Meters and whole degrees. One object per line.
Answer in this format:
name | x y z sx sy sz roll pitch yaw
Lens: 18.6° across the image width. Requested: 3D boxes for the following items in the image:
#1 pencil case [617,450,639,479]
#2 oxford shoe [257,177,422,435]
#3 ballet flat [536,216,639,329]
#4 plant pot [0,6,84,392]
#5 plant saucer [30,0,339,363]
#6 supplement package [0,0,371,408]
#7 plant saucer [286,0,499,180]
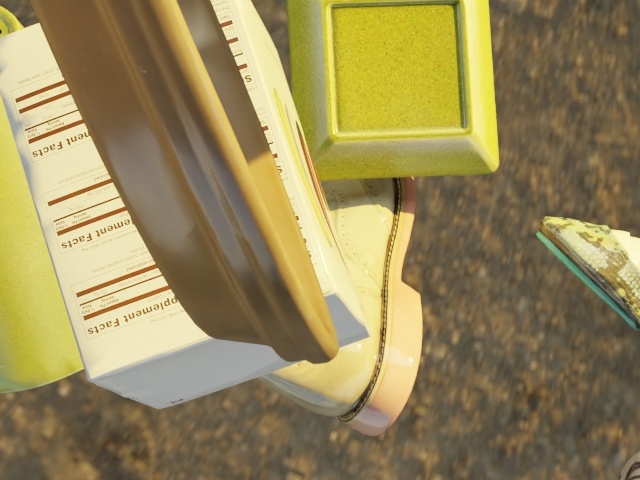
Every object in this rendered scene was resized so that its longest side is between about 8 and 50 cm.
pencil case | 0.286 0.356 1.882 0.160 0.410 0.183 52 130 -1
oxford shoe | 0.000 0.000 1.816 0.146 0.397 0.140 19 125 -20
ballet flat | 0.215 0.040 1.199 0.070 0.070 0.188 -41 98 20
plant pot | -0.308 -0.060 1.759 0.274 0.275 0.294 0 134 11
plant saucer | -0.062 -0.085 0.624 0.041 0.278 0.278 -22 104 1
supplement package | -0.077 -0.025 1.158 0.149 0.194 0.203 -19 79 4
plant saucer | 0.068 -0.153 1.773 0.188 0.045 0.188 -3 83 -5
